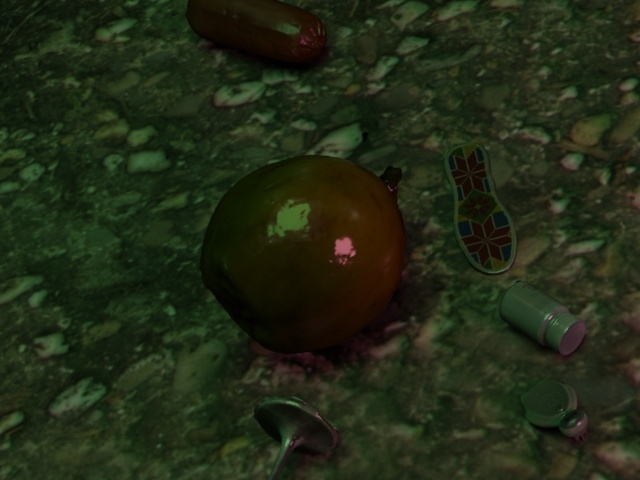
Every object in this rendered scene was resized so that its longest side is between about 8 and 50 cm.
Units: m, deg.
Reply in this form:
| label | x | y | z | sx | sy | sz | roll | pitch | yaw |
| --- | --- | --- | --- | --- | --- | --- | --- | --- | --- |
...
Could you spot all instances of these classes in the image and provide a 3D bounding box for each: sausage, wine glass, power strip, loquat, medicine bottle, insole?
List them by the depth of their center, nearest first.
| label | x | y | z | sx | sy | sz | roll | pitch | yaw |
| --- | --- | --- | --- | --- | --- | --- | --- | --- | --- |
| wine glass | -0.056 | 0.245 | 1.571 | 0.122 | 0.122 | 0.183 | 7 | 52 | 25 |
| power strip | 0.231 | 0.168 | 1.585 | 0.055 | 0.035 | 0.083 | -37 | 37 | -11 |
| medicine bottle | 0.224 | 0.079 | 1.643 | 0.047 | 0.047 | 0.083 | -44 | 52 | -16 |
| loquat | 0.000 | 0.000 | 1.690 | 0.246 | 0.213 | 0.213 | -38 | 49 | -23 |
| insole | 0.173 | -0.037 | 1.782 | 0.065 | 0.006 | 0.193 | -16 | 50 | 7 |
| sausage | -0.079 | -0.267 | 2.015 | 0.197 | 0.076 | 0.076 | 20 | 62 | 30 |
